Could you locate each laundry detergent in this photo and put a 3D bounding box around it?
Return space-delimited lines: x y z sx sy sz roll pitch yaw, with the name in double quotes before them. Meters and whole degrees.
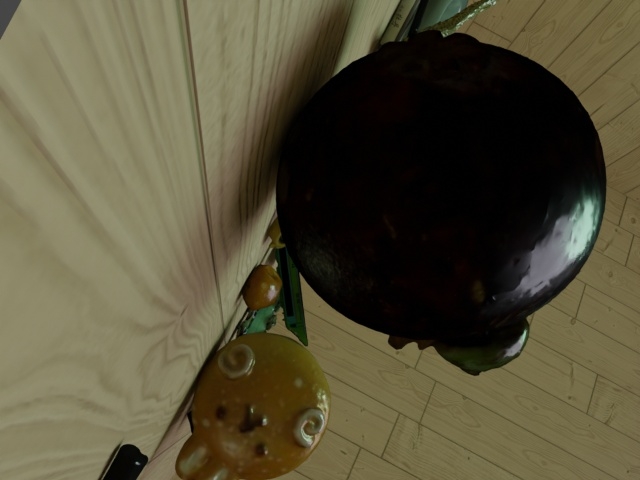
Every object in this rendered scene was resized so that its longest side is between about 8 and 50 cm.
"laundry detergent" 0.219 -0.452 1.218 0.398 0.124 0.264 -60 -179 -10

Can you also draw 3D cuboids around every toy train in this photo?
"toy train" -0.057 0.096 0.926 0.044 0.042 0.209 10 73 -89
"toy train" -0.157 0.203 1.245 0.194 0.080 0.125 -63 -175 -32

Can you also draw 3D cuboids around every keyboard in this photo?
"keyboard" 0.232 -0.536 1.034 0.101 0.018 0.310 105 6 -78

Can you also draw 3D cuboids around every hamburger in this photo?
"hamburger" -0.127 0.316 0.918 0.302 0.261 0.186 -36 173 -6

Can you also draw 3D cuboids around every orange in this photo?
"orange" -0.101 0.087 0.862 0.086 0.062 0.086 -60 177 -4

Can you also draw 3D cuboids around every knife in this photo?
"knife" -0.237 0.295 0.451 0.231 0.028 0.060 -59 168 -5

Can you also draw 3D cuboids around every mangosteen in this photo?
"mangosteen" 0.110 -0.020 0.509 0.306 0.305 0.360 -62 154 -47

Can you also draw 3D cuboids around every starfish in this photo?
"starfish" 0.163 -0.326 0.941 0.358 0.078 0.347 -42 177 -43

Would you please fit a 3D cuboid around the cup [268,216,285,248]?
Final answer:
"cup" 0.026 -0.061 0.774 0.241 0.185 0.226 -29 164 -17

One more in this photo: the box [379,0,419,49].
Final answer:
"box" 0.153 -0.418 0.984 0.109 0.029 0.198 -61 -179 14

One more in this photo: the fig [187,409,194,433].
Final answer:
"fig" -0.167 0.386 1.139 0.214 0.235 0.235 -62 180 -38
